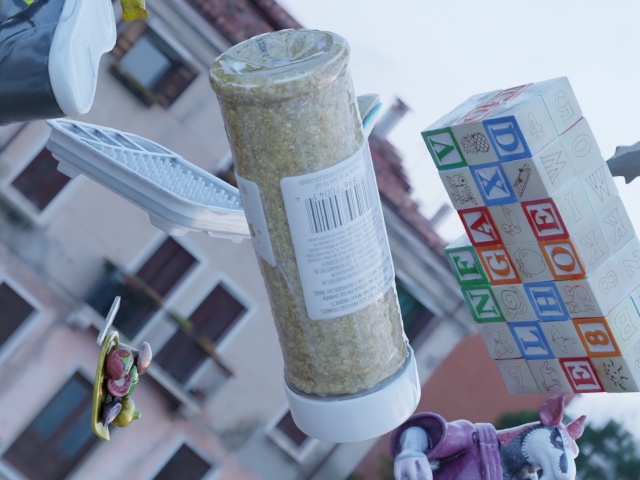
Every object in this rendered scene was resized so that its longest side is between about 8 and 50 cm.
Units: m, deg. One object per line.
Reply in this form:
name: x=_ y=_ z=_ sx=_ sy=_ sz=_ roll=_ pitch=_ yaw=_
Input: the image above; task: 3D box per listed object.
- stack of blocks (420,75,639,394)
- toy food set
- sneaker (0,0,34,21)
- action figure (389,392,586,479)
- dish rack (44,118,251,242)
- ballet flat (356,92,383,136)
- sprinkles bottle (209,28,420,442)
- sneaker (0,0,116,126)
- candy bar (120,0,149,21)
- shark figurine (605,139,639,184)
stack of blocks: x=0.210 y=0.002 z=1.533 sx=0.171 sy=0.087 sz=0.297 roll=-7 pitch=-66 yaw=51
toy food set: x=-0.304 y=0.213 z=2.458 sx=0.071 sy=0.217 sz=0.128 roll=10 pitch=28 yaw=4
sneaker: x=-0.438 y=-0.286 z=2.023 sx=0.300 sy=0.121 sz=0.111 roll=41 pitch=-34 yaw=27
action figure: x=0.119 y=0.290 z=1.563 sx=0.248 sy=0.370 sz=0.276 roll=52 pitch=-8 yaw=-9
dish rack: x=-0.250 y=-0.083 z=2.432 sx=0.333 sy=0.072 sz=0.285 roll=29 pitch=10 yaw=29
ballet flat: x=0.008 y=-0.100 z=1.692 sx=0.073 sy=0.232 sz=0.080 roll=25 pitch=-52 yaw=-1
sprinkles bottle: x=0.000 y=0.000 z=1.368 sx=0.121 sy=0.121 sz=0.355 roll=27 pitch=-43 yaw=51
sneaker: x=-0.288 y=-0.203 z=1.559 sx=0.295 sy=0.147 sz=0.104 roll=-86 pitch=165 yaw=-57
candy bar: x=-0.228 y=-0.341 z=1.881 sx=0.040 sy=0.161 sz=0.018 roll=0 pitch=9 yaw=36
shark figurine: x=0.403 y=-0.081 z=1.742 sx=0.116 sy=0.278 sz=0.166 roll=69 pitch=18 yaw=1
